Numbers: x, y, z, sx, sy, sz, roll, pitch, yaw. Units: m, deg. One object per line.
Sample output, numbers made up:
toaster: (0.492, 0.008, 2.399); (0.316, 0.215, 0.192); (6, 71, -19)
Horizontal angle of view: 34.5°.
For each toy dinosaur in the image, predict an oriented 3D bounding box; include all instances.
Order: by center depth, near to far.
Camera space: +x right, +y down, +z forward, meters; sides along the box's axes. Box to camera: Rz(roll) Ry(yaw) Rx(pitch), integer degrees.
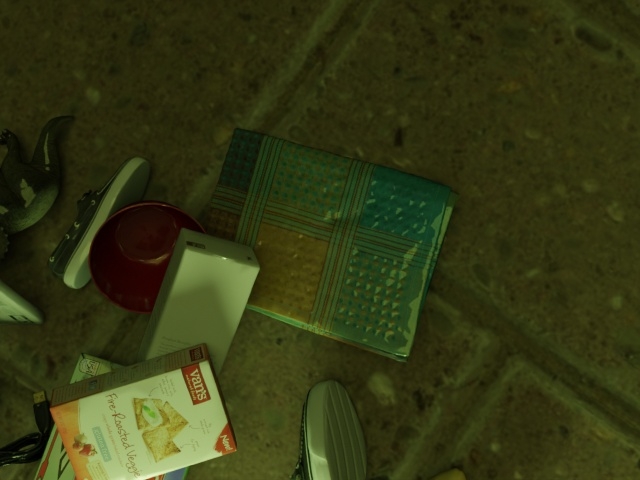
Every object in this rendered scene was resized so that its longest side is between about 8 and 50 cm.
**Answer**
toy dinosaur: (-0.483, -0.068, 1.591); (0.160, 0.121, 0.313); (44, 61, 6)

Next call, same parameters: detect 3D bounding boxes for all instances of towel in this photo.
towel: (0.000, 0.000, 1.565); (0.370, 0.040, 0.272); (17, 87, 16)

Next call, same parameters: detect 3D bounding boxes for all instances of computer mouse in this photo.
computer mouse: (-0.508, 0.228, 1.564); (0.184, 0.060, 0.262); (-7, 60, -32)

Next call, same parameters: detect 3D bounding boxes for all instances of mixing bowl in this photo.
mixing bowl: (-0.260, 0.010, 1.559); (0.181, 0.098, 0.182); (-5, 115, -12)

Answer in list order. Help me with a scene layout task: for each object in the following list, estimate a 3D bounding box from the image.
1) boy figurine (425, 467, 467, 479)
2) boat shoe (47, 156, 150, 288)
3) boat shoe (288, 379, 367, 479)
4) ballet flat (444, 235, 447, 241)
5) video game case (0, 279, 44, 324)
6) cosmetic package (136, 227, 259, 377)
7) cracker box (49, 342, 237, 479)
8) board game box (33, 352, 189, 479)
boy figurine: (0.149, 0.472, 1.533); (0.177, 0.092, 0.285); (15, 86, 7)
boat shoe: (-0.348, -0.038, 1.596); (0.076, 0.080, 0.229); (31, 95, 15)
boat shoe: (-0.003, 0.378, 1.530); (0.119, 0.121, 0.335); (-16, 69, 32)
ballet flat: (0.136, 0.047, 1.580); (0.052, 0.057, 0.168); (36, 91, -24)
video game case: (-0.534, 0.092, 1.525); (0.193, 0.212, 0.023); (-1, 73, 2)
cosmetic package: (-0.184, 0.109, 1.523); (0.117, 0.085, 0.231); (16, 107, -19)
cracker box: (-0.252, 0.259, 1.485); (0.232, 0.067, 0.156); (-17, 111, -5)
board game box: (-0.314, 0.352, 1.557); (0.213, 0.046, 0.317); (17, 77, 4)
